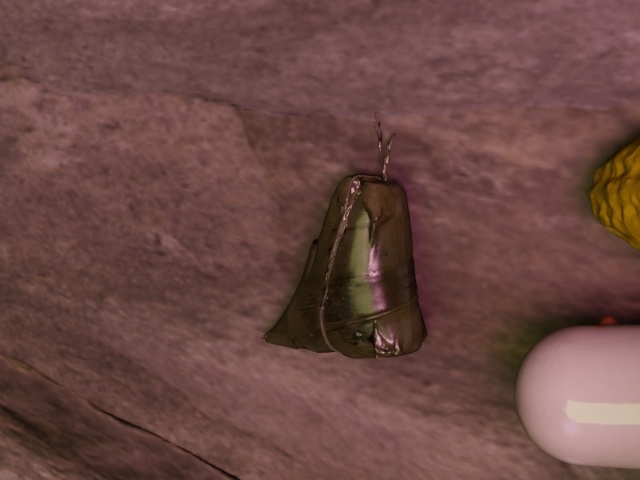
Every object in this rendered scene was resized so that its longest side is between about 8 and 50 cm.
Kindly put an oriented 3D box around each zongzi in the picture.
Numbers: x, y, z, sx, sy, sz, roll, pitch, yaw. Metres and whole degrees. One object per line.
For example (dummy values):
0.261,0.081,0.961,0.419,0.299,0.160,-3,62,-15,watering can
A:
0.000,0.000,0.617,0.130,0.062,0.154,1,103,42,zongzi

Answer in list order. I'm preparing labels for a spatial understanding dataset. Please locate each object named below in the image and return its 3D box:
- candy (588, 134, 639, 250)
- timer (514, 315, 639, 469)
0.207,-0.023,0.442,0.199,0.106,0.094,8,96,59,candy
0.207,0.138,0.438,0.240,0.233,0.233,-1,108,18,timer
